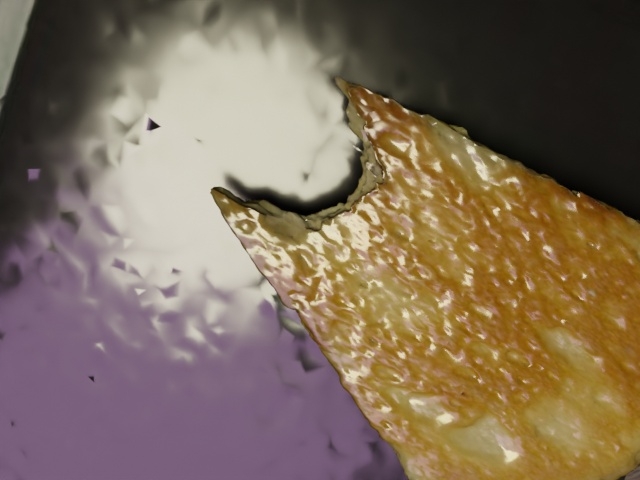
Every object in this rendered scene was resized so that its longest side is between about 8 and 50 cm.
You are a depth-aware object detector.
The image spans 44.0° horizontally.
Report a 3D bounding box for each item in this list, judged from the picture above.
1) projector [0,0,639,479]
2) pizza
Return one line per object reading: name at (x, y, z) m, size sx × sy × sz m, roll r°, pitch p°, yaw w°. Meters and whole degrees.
projector at (0.000, 0.000, 0.509) m, size 0.405 × 0.242 × 0.395 m, roll 20°, pitch 99°, yaw -6°
pizza at (0.067, 0.033, 0.379) m, size 0.262 × 0.034 × 0.181 m, roll 31°, pitch 98°, yaw -10°
